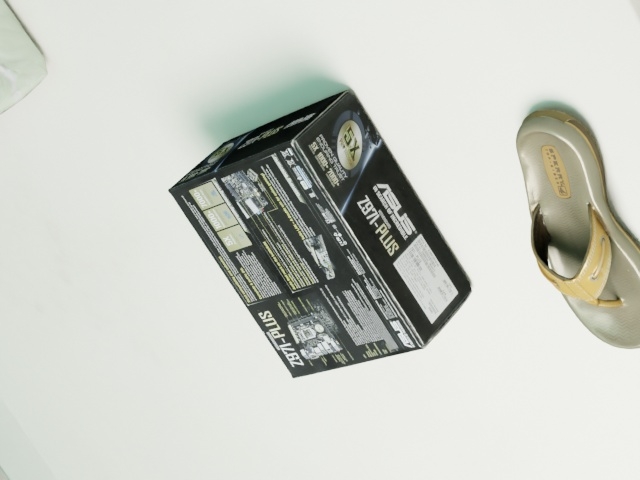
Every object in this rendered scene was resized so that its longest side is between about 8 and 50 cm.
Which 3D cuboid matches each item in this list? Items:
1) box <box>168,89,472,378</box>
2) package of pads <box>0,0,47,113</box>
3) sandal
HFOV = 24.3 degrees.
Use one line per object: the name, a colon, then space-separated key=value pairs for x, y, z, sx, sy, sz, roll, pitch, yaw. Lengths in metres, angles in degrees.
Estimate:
box: x=0.000 y=0.000 z=1.097 sx=0.147 sy=0.077 sz=0.180 roll=-19 pitch=109 yaw=46
package of pads: x=-0.390 y=-0.206 z=1.232 sx=0.229 sy=0.101 sz=0.297 roll=-20 pitch=108 yaw=45
sandal: x=0.168 y=0.000 z=0.982 sx=0.072 sy=0.049 sz=0.180 roll=-5 pitch=119 yaw=41
